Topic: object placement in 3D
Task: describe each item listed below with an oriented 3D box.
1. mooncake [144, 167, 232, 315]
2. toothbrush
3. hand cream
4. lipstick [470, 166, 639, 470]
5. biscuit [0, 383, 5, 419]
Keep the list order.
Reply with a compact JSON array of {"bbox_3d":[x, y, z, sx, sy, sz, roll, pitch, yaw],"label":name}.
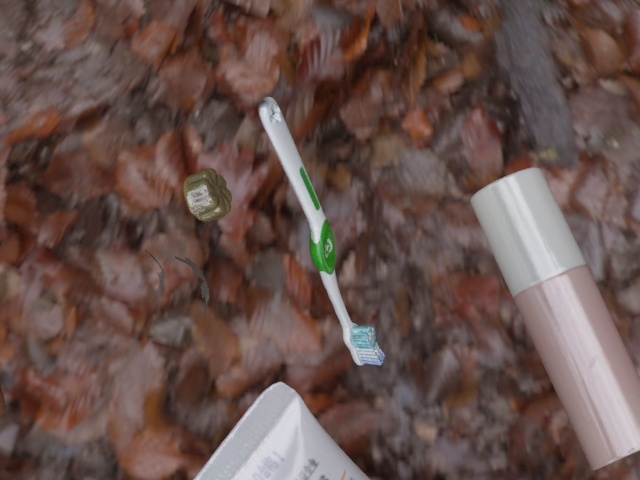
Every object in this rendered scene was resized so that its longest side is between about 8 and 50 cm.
[{"bbox_3d":[-0.123,-0.006,1.495,0.057,0.347,0.150,-36,119,10],"label":"mooncake"},{"bbox_3d":[-0.002,0.000,1.400,0.030,0.030,0.304,-18,125,7],"label":"toothbrush"},{"bbox_3d":[0.016,0.228,1.103,0.140,0.089,0.314,-50,131,-8],"label":"hand cream"},{"bbox_3d":[0.210,0.065,1.363,0.070,0.070,0.254,-25,79,9],"label":"lipstick"},{"bbox_3d":[-0.274,-0.025,0.913,0.040,0.318,0.318,-30,108,-21],"label":"biscuit"}]
